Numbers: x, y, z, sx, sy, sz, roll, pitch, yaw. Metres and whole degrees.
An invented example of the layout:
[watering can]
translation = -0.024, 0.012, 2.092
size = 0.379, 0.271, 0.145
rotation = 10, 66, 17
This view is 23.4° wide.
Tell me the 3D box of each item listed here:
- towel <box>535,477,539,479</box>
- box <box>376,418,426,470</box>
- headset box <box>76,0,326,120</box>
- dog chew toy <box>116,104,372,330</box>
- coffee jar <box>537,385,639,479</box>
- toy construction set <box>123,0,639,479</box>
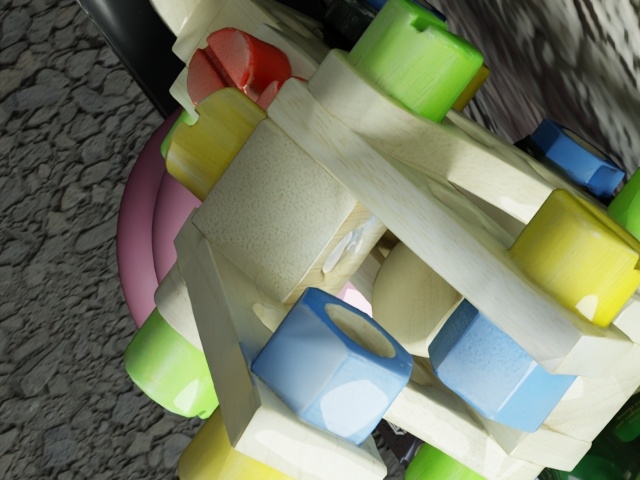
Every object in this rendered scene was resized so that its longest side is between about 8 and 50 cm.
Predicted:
[towel]
translation = 0.090, 0.041, 1.100
size = 0.209, 0.034, 0.285
rotation = -148, 32, -86
[box]
translation = 0.129, 0.177, 1.764
size = 0.147, 0.077, 0.180
rotation = -18, -113, -50
[headset box]
translation = -0.131, -0.228, 1.033
size = 0.246, 0.131, 0.283
rotation = 55, 179, -32
[dog chew toy]
translation = 0.000, 0.000, 0.809
size = 0.206, 0.207, 0.332
rotation = 55, 171, -5
[coffee jar]
translation = 0.121, 0.075, 0.515
size = 0.096, 0.079, 0.184
rotation = 64, 176, -26
[toy construction set]
translation = -0.006, -0.046, 0.478
size = 0.215, 0.151, 0.327
rotation = 19, -144, -48
